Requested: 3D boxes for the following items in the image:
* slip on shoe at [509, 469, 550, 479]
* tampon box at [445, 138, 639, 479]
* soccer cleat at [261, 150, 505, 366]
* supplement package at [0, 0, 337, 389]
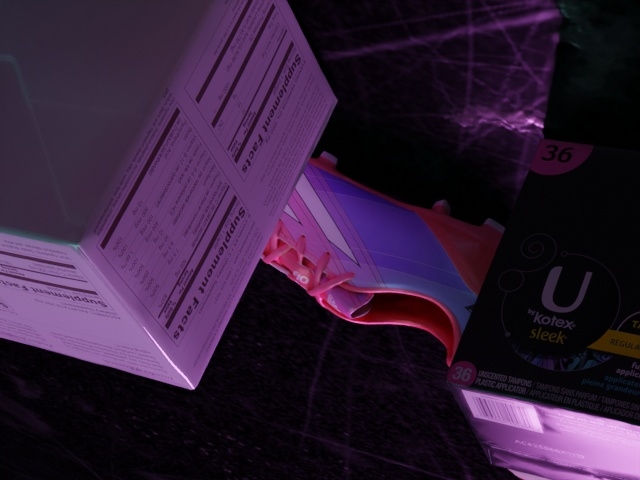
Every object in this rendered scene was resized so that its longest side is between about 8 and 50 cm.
[{"bbox_3d":[0.229,0.103,0.855,0.101,0.123,0.331,31,150,-22],"label":"slip on shoe"},{"bbox_3d":[0.158,0.042,0.736,0.120,0.161,0.101,10,151,27],"label":"tampon box"},{"bbox_3d":[0.000,0.000,0.877,0.248,0.095,0.083,20,155,10],"label":"soccer cleat"},{"bbox_3d":[-0.160,-0.061,0.774,0.262,0.204,0.145,11,151,28],"label":"supplement package"}]
